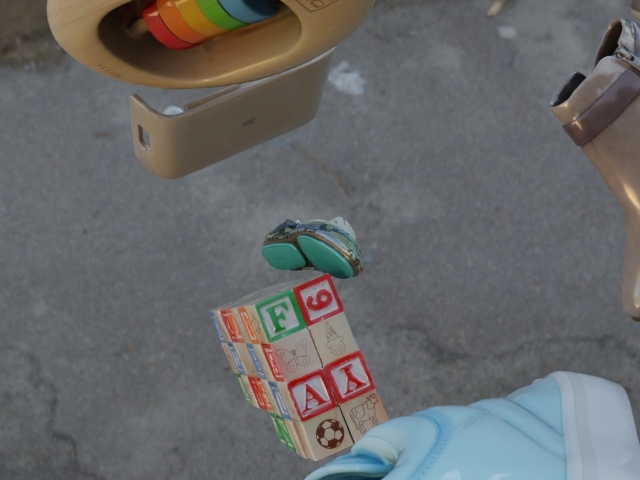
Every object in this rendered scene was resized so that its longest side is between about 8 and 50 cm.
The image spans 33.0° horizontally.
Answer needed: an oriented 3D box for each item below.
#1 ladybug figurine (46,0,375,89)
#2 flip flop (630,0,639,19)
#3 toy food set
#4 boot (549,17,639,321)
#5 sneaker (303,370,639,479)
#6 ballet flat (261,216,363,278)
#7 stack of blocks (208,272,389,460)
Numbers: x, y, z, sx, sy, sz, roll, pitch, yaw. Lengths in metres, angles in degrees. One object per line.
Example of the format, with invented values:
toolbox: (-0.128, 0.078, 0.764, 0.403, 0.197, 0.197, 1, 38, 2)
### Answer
ladybug figurine: (-0.125, -0.314, 1.273, 0.449, 0.305, 0.162, -10, 65, 34)
flip flop: (0.335, -0.107, 0.831, 0.277, 0.080, 0.112, 26, 14, -36)
toy food set: (-0.122, -0.207, 1.543, 0.306, 0.220, 0.092, -25, 77, -15)
boot: (0.136, -0.036, 0.478, 0.087, 0.042, 0.118, 36, 69, -16)
sneaker: (0.067, 0.122, 0.519, 0.150, 0.366, 0.135, 11, 87, 9)
ballet flat: (0.000, 0.000, 1.169, 0.070, 0.070, 0.188, -30, 19, -27)
stack of blocks: (-0.034, 0.139, 1.221, 0.087, 0.297, 0.171, -23, 92, -15)
